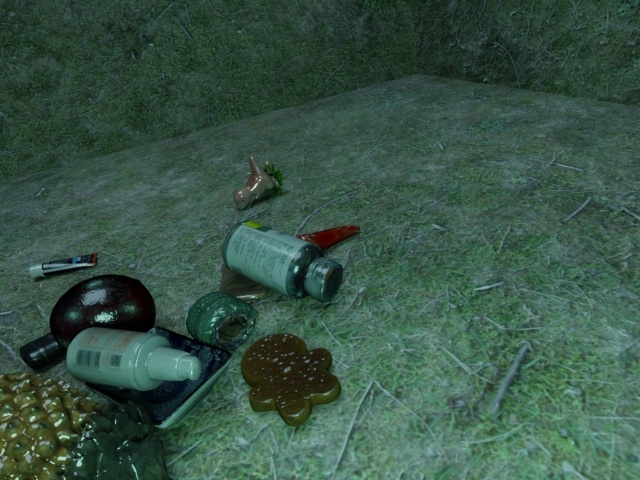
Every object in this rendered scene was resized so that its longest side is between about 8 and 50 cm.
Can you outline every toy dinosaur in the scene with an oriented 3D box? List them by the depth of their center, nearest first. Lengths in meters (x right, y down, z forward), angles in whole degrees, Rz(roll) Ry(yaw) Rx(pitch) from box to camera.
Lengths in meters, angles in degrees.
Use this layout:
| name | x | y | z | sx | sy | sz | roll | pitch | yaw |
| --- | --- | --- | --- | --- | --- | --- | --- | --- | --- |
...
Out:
| name | x | y | z | sx | sy | sz | roll | pitch | yaw |
| --- | --- | --- | --- | --- | --- | --- | --- | --- | --- |
| toy dinosaur | -0.250 | -0.219 | 1.655 | 0.177 | 0.194 | 0.152 | -8 | 29 | -44 |

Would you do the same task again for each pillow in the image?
| name | x | y | z | sx | sy | sz | roll | pitch | yaw |
| --- | --- | --- | --- | --- | --- | --- | --- | --- | --- |
| pillow | -0.207 | 0.102 | 1.181 | 0.135 | 0.034 | 0.211 | -6 | 30 | -2 |

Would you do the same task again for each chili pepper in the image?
| name | x | y | z | sx | sy | sz | roll | pitch | yaw |
| --- | --- | --- | --- | --- | --- | --- | --- | --- | --- |
| chili pepper | 0.000 | 0.000 | 1.258 | 0.272 | 0.063 | 0.071 | -16 | 24 | -34 |

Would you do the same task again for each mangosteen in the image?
| name | x | y | z | sx | sy | sz | roll | pitch | yaw |
| --- | --- | --- | --- | --- | --- | --- | --- | --- | --- |
| mangosteen | -0.467 | 0.181 | 0.975 | 0.216 | 0.216 | 0.216 | -8 | 29 | 5 |

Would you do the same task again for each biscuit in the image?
| name | x | y | z | sx | sy | sz | roll | pitch | yaw |
| --- | --- | --- | --- | --- | --- | --- | --- | --- | --- |
| biscuit | -0.064 | 0.254 | 0.851 | 0.180 | 0.039 | 0.236 | -27 | 32 | -23 |

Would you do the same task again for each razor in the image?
| name | x | y | z | sx | sy | sz | roll | pitch | yaw |
| --- | --- | --- | --- | --- | --- | --- | --- | --- | --- |
| razor | -0.624 | 0.240 | 1.054 | 0.090 | 0.054 | 0.148 | 13 | 36 | 37 |

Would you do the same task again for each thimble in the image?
| name | x | y | z | sx | sy | sz | roll | pitch | yaw |
| --- | --- | --- | --- | --- | --- | --- | --- | --- | --- |
| thimble | -0.211 | 0.176 | 0.954 | 0.090 | 0.118 | 0.135 | 21 | 4 | 39 |

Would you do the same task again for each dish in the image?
| name | x | y | z | sx | sy | sz | roll | pitch | yaw |
| --- | --- | --- | --- | --- | --- | --- | --- | --- | --- |
| dish | -0.302 | 0.273 | 0.858 | 0.243 | 0.080 | 0.182 | 8 | 33 | 34 |

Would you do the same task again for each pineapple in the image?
| name | x | y | z | sx | sy | sz | roll | pitch | yaw |
| --- | --- | --- | --- | --- | --- | --- | --- | --- | --- |
| pineapple | -0.378 | 0.319 | 0.677 | 0.357 | 0.223 | 0.223 | 4 | 30 | 5 |

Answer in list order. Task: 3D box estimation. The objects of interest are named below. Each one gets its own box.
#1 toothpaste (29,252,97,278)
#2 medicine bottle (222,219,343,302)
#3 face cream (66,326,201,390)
| name | x | y | z | sx | sy | sz | roll | pitch | yaw |
| --- | --- | --- | --- | --- | --- | --- | --- | --- | --- |
| toothpaste | -0.820 | 0.082 | 1.426 | 0.193 | 0.045 | 0.071 | -13 | 36 | -17 |
| medicine bottle | -0.092 | 0.055 | 1.091 | 0.293 | 0.141 | 0.141 | 21 | 41 | 28 |
| face cream | -0.319 | 0.212 | 0.786 | 0.252 | 0.101 | 0.101 | 0 | 31 | 21 |
